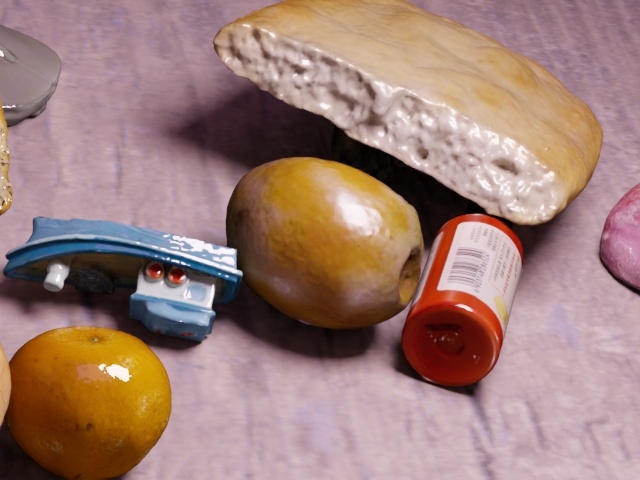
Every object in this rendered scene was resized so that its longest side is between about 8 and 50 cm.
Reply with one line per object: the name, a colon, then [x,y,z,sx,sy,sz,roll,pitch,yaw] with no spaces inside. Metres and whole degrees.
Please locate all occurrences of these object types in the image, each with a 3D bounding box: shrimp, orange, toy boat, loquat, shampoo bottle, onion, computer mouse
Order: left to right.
computer mouse: [-0.473,-0.233,2.064,0.331,0.095,0.197,16,36,2]
orange: [-0.211,0.147,1.558,0.154,0.134,0.155,7,10,-1]
toy boat: [-0.202,0.040,1.759,0.237,0.109,0.098,12,66,-5]
loquat: [0.000,0.000,1.812,0.227,0.179,0.179,23,32,26]
shrimp: [0.133,-0.106,2.138,0.272,0.085,0.445,24,29,5]
shampoo bottle: [0.163,0.041,1.885,0.104,0.104,0.278,18,33,5]
onion: [0.484,0.007,2.061,0.283,0.120,0.227,32,41,25]

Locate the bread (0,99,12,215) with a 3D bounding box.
bread: [-0.421,-0.124,1.876,0.174,0.121,0.245,3,41,-25]

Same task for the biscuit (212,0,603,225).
biscuit: [0.150,-0.184,2.075,0.429,0.104,0.446,30,25,16]

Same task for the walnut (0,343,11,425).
walnut: [-0.358,0.136,1.453,0.193,0.193,0.226,16,36,2]
